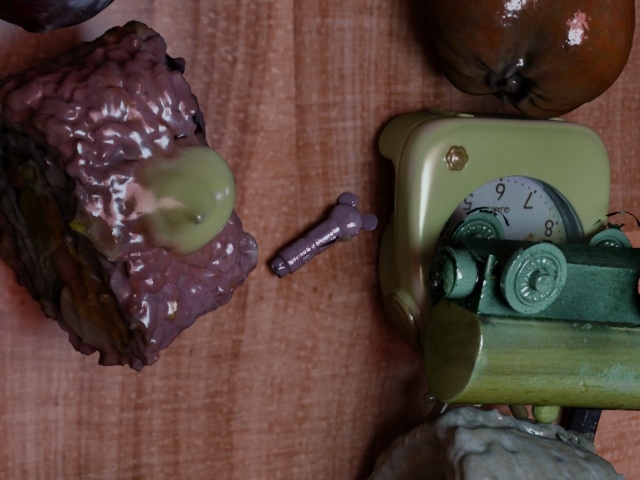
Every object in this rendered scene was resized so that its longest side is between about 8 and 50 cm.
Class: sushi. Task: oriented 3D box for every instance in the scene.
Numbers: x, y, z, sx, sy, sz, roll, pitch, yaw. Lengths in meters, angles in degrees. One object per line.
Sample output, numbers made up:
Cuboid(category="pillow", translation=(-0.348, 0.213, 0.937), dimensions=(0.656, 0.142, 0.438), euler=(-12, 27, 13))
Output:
Cuboid(category="sushi", translation=(-0.163, -0.036, 1.462), dimensions=(0.170, 0.236, 0.270), euler=(-29, 108, -31))

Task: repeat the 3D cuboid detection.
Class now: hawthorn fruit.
Cuboid(category="hawthorn fruit", translation=(0.212, -0.245, 1.666), dimensions=(0.199, 0.199, 0.251), euler=(31, 70, -29))

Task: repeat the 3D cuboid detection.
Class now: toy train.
Cuboid(category="toy train", translation=(0.223, 0.072, 1.657), dimensions=(0.307, 0.126, 0.190), euler=(5, 112, -32))

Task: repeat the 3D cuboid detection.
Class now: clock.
Cuboid(category="clock", translation=(0.160, 0.028, 1.726), dimensions=(0.235, 0.096, 0.308), euler=(1, 98, -31))

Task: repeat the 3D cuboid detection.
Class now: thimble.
Cuboid(category="thimble", translation=(0.153, 0.303, 1.658), dimensions=(0.195, 0.291, 0.292), euler=(15, 91, -26))

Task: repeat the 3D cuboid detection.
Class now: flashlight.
Cuboid(category="flashlight", translation=(0.000, 0.000, 1.670), dimensions=(0.110, 0.052, 0.031), euler=(-35, 149, -13))

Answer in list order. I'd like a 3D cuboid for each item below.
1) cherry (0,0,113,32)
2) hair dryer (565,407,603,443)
Cuboid(category="cherry", translation=(-0.256, -0.281, 1.376), dimensions=(0.255, 0.218, 0.296), euler=(13, 79, -27))
Cuboid(category="hair dryer", translation=(0.280, 0.210, 1.846), dimensions=(0.124, 0.071, 0.219), euler=(8, 101, -30))
